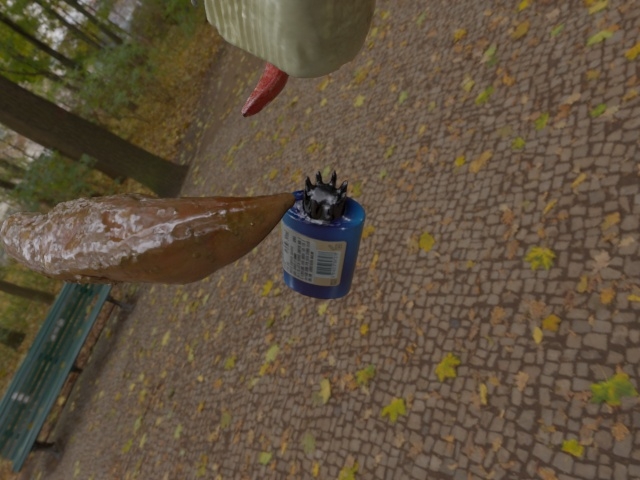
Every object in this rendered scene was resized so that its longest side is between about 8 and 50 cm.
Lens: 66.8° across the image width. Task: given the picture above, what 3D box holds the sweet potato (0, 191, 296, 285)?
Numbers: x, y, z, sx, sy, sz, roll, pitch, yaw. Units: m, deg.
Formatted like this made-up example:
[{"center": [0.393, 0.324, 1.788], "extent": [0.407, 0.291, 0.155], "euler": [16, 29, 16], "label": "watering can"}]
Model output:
[{"center": [-0.201, -0.001, 0.472], "extent": [0.355, 0.095, 0.106], "euler": [-4, 32, 21], "label": "sweet potato"}]

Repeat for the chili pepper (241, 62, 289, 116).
[{"center": [-0.109, -0.375, 1.112], "extent": [0.071, 0.063, 0.272], "euler": [3, 58, 30], "label": "chili pepper"}]

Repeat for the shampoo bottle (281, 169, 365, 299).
[{"center": [0.000, 0.000, 0.534], "extent": [0.183, 0.087, 0.050], "euler": [95, -171, -54], "label": "shampoo bottle"}]

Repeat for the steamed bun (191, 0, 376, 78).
[{"center": [-0.021, -0.412, 0.680], "extent": [0.273, 0.290, 0.272], "euler": [42, 76, 18], "label": "steamed bun"}]
